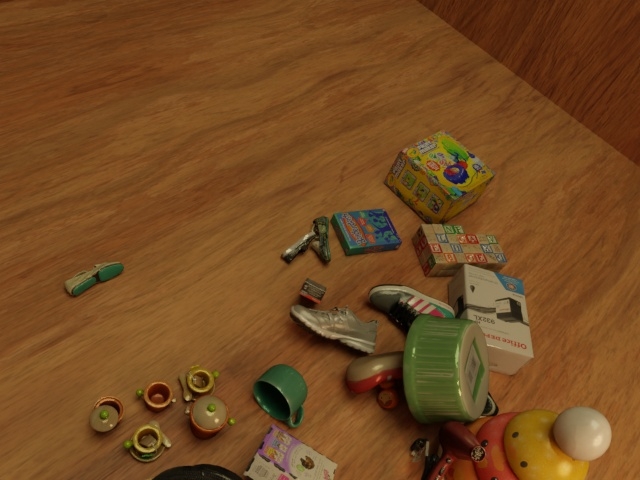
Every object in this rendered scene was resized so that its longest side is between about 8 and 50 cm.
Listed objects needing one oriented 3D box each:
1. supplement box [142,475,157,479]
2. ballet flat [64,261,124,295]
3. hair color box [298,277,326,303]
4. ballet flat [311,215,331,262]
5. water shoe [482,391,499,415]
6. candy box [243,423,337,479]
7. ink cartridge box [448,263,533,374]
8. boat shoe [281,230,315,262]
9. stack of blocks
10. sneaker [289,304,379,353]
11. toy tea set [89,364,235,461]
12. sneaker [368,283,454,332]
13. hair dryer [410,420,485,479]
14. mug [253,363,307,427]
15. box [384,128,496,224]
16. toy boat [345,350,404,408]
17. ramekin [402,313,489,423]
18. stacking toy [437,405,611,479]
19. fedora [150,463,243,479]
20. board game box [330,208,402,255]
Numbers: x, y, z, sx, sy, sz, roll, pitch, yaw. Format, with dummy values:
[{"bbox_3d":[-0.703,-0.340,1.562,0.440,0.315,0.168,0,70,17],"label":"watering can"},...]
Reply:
[{"bbox_3d":[-0.368,0.577,1.368,0.098,0.036,0.062,-8,56,-27],"label":"supplement box"},{"bbox_3d":[-0.632,0.093,1.654,0.052,0.057,0.168,38,48,24],"label":"ballet flat"},{"bbox_3d":[-0.022,0.151,1.795,0.072,0.141,0.043,27,91,2],"label":"hair color box"},{"bbox_3d":[0.000,0.000,1.985,0.070,0.070,0.188,10,48,-14],"label":"ballet flat"},{"bbox_3d":[0.458,0.448,1.793,0.080,0.073,0.203,37,17,-46],"label":"water shoe"},{"bbox_3d":[-0.067,0.552,1.431,0.196,0.070,0.165,31,10,5],"label":"candy box"},{"bbox_3d":[0.548,0.254,1.935,0.223,0.129,0.307,16,48,-9],"label":"ink cartridge box"},{"bbox_3d":[-0.065,0.023,1.935,0.142,0.049,0.040,-37,81,-23],"label":"boat shoe"},{"bbox_3d":[0.496,0.036,2.124,0.297,0.087,0.171,1,52,-21],"label":"stack of blocks"},{"bbox_3d":[0.042,0.238,1.749,0.281,0.105,0.115,24,77,-16],"label":"sneaker"},{"bbox_3d":[-0.378,0.412,1.441,0.336,0.124,0.200,-13,58,-30],"label":"toy tea set"},{"bbox_3d":[0.285,0.254,1.844,0.296,0.123,0.178,18,38,-8],"label":"sneaker"},{"bbox_3d":[0.317,0.563,1.489,0.080,0.293,0.223,27,43,-10],"label":"hair dryer"},{"bbox_3d":[-0.098,0.403,1.572,0.129,0.157,0.097,21,40,29],"label":"mug"},{"bbox_3d":[0.456,-0.239,2.278,0.290,0.177,0.279,-30,67,-37],"label":"box"},{"bbox_3d":[0.186,0.401,1.685,0.231,0.151,0.151,-4,83,-25],"label":"toy boat"},{"bbox_3d":[0.355,0.353,1.628,0.148,0.303,0.303,-5,37,32],"label":"ramekin"},{"bbox_3d":[0.533,0.526,1.467,0.351,0.480,0.350,11,48,-13],"label":"stacking toy"},{"bbox_3d":[-0.229,0.603,1.289,0.334,0.334,0.152,26,16,0],"label":"fedora"},{"bbox_3d":[0.159,-0.032,2.074,0.210,0.047,0.160,-7,55,-26],"label":"board game box"}]
